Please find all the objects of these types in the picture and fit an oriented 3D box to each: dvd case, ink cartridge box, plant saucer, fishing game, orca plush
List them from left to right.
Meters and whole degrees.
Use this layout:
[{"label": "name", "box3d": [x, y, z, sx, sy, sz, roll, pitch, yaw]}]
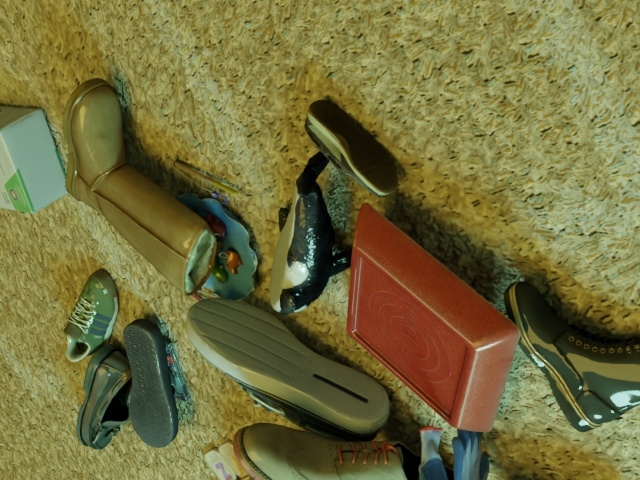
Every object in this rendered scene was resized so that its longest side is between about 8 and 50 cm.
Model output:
[{"label": "ink cartridge box", "box3d": [-0.534, -0.140, 1.953, 0.212, 0.093, 0.154, 11, 126, 41]}, {"label": "dvd case", "box3d": [-0.273, 0.221, 2.035, 0.087, 0.013, 0.119, 9, 124, 40]}, {"label": "fishing game", "box3d": [-0.167, 0.015, 1.757, 0.189, 0.041, 0.264, 31, 137, 28]}, {"label": "orca plush", "box3d": [0.000, 0.000, 1.573, 0.151, 0.102, 0.287, -103, 17, -51]}, {"label": "plant saucer", "box3d": [0.122, 0.113, 1.481, 0.259, 0.047, 0.258, 41, 152, 25]}]

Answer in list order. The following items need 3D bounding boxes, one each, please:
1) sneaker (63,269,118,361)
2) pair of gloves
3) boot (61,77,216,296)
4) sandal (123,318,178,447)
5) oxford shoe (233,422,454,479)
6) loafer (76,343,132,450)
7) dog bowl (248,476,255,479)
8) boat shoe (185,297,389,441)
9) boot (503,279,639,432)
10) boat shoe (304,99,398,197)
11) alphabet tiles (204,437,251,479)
[{"label": "sneaker", "box3d": [-0.406, 0.141, 2.044, 0.064, 0.086, 0.192, 36, 138, 19]}, {"label": "pair of gloves", "box3d": [0.176, 0.317, 1.531, 0.023, 0.198, 0.159, -6, 81, 33]}, {"label": "boot", "box3d": [-0.258, -0.081, 1.714, 0.269, 0.089, 0.236, 38, 141, 25]}, {"label": "sandal", "box3d": [-0.281, 0.248, 2.020, 0.097, 0.054, 0.254, 15, 120, 27]}, {"label": "oxford shoe", "box3d": [0.048, 0.309, 1.637, 0.348, 0.123, 0.130, 21, 126, -23]}, {"label": "loafer", "box3d": [-0.387, 0.306, 2.151, 0.084, 0.096, 0.267, 30, 134, 17]}, {"label": "dog bowl", "box3d": [0.010, 0.484, 1.855, 0.348, 0.102, 0.349, 23, 138, 22]}, {"label": "boat shoe", "box3d": [-0.061, 0.208, 1.722, 0.335, 0.121, 0.119, 30, 136, 15]}, {"label": "boot", "box3d": [0.314, 0.113, 1.356, 0.137, 0.077, 0.198, -30, 98, 38]}, {"label": "boat shoe", "box3d": [0.037, -0.109, 1.458, 0.152, 0.056, 0.049, 52, 147, 16]}, {"label": "alphabet tiles", "box3d": [-0.086, 0.463, 2.032, 0.278, 0.021, 0.284, 52, 140, -1]}]
